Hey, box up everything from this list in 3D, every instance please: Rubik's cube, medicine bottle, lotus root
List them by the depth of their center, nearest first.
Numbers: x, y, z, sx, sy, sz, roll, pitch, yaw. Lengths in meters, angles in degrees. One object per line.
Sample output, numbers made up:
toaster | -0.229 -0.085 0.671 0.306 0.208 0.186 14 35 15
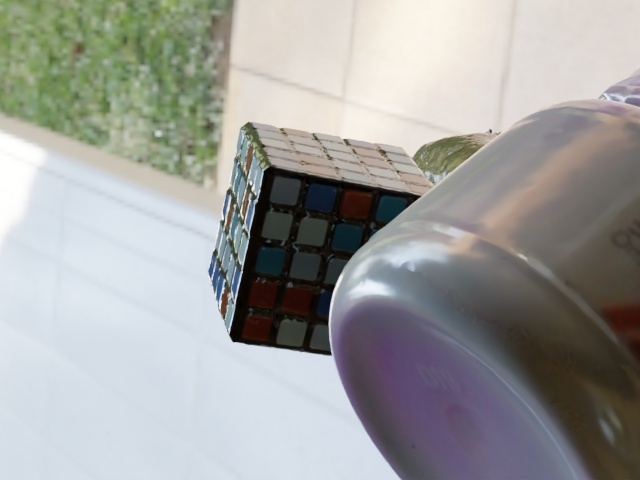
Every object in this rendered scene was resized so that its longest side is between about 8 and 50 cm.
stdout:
medicine bottle | 0.195 0.030 0.891 0.256 0.325 0.256 39 151 27
Rubik's cube | 0.000 0.000 1.451 0.184 0.187 0.182 -121 42 -66
lotus root | 0.151 -0.055 1.614 0.167 0.078 0.329 -66 22 2
